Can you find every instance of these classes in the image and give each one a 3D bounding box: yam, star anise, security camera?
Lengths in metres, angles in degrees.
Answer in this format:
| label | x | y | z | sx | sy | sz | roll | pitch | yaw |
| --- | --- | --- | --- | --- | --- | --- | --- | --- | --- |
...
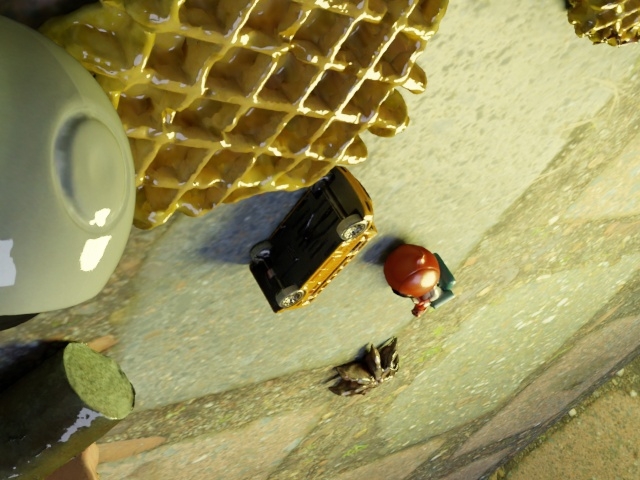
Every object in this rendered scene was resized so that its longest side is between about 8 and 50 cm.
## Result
| label | x | y | z | sx | sy | sz | roll | pitch | yaw |
| --- | --- | --- | --- | --- | --- | --- | --- | --- | --- |
| yam | -0.313 | 0.203 | 0.799 | 0.259 | 0.106 | 0.106 | -36 | 153 | 5 |
| star anise | 0.075 | 0.208 | 1.278 | 0.141 | 0.042 | 0.141 | -24 | 151 | -14 |
| security camera | -0.203 | -0.041 | 0.414 | 0.195 | 0.194 | 0.236 | -36 | 158 | 8 |

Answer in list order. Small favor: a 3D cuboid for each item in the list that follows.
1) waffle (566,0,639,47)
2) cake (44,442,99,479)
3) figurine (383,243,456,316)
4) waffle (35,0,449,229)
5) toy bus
| label | x | y | z | sx | sy | sz | roll | pitch | yaw |
| --- | --- | --- | --- | --- | --- | --- | --- | --- | --- |
| waffle | 0.303 | -0.251 | 0.719 | 0.193 | 0.070 | 0.197 | -15 | 151 | -30 |
| cake | -0.346 | 0.443 | 0.941 | 0.293 | 0.314 | 0.306 | -18 | 152 | -22 |
| figurine | 0.124 | 0.047 | 1.027 | 0.075 | 0.068 | 0.140 | -31 | 155 | 4 |
| waffle | -0.045 | -0.113 | 0.589 | 0.329 | 0.062 | 0.329 | -26 | 153 | -14 |
| toy bus | 0.000 | 0.000 | 0.816 | 0.074 | 0.069 | 0.162 | 0 | 141 | -47 |
